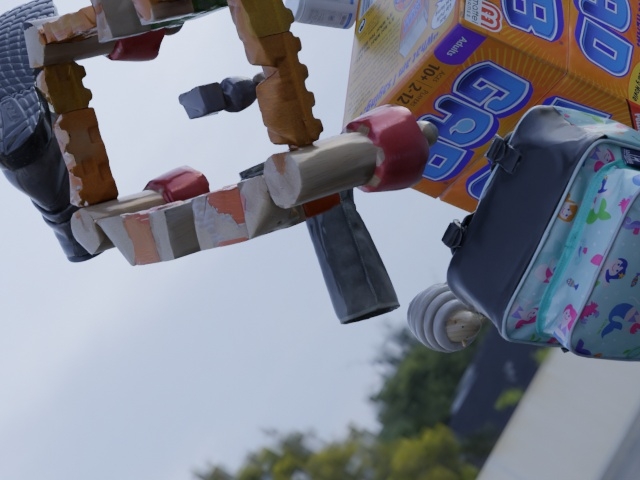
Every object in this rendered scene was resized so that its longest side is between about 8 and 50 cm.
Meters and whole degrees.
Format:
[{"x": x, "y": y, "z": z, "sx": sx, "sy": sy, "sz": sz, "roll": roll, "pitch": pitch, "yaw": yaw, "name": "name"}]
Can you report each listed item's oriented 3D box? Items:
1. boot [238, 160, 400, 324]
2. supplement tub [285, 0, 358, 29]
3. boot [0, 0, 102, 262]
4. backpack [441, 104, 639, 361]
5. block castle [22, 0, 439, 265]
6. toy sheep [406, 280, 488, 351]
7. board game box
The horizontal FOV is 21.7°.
[{"x": 0.001, "y": 0.000, "z": 2.000, "sx": 0.190, "sy": 0.208, "sz": 0.076, "roll": -6, "pitch": -7, "yaw": -39, "name": "boot"}, {"x": 0.003, "y": -0.386, "z": 2.732, "sx": 0.071, "sy": 0.107, "sz": 0.071, "roll": -174, "pitch": 90, "yaw": -69, "name": "supplement tub"}, {"x": -0.346, "y": -0.138, "z": 2.123, "sx": 0.338, "sy": 0.118, "sz": 0.222, "roll": -93, "pitch": -20, "yaw": -46, "name": "boot"}, {"x": 0.275, "y": 0.004, "z": 1.579, "sx": 0.253, "sy": 0.191, "sz": 0.225, "roll": 11, "pitch": -72, "yaw": -46, "name": "backpack"}, {"x": -0.095, "y": -0.154, "z": 1.737, "sx": 0.213, "sy": 0.303, "sz": 0.453, "roll": -18, "pitch": 4, "yaw": -38, "name": "block castle"}, {"x": 0.150, "y": 0.092, "z": 2.022, "sx": 0.091, "sy": 0.091, "sz": 0.132, "roll": -59, "pitch": 28, "yaw": -9, "name": "toy sheep"}, {"x": 0.279, "y": -0.287, "z": 2.535, "sx": 0.356, "sy": 0.356, "sz": 0.356, "roll": -46, "pitch": 28, "yaw": 48, "name": "board game box"}]
